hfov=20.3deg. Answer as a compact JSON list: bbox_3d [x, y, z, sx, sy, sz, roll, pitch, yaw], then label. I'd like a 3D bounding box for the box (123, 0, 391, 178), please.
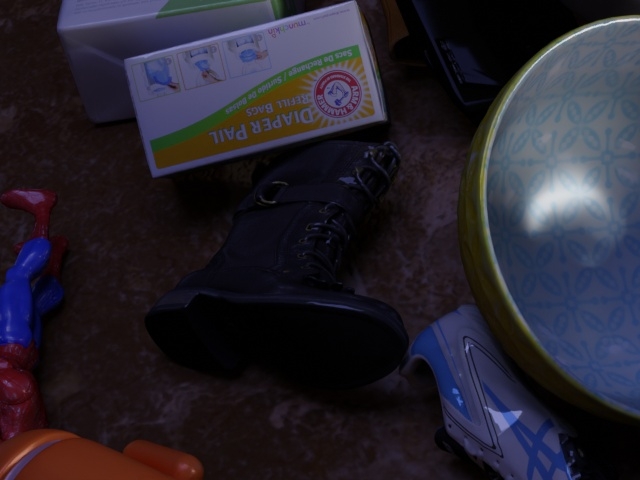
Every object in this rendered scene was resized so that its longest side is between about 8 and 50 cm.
[{"bbox_3d":[-0.050,-0.126,1.516,0.203,0.103,0.114,-14,1,4],"label":"box"}]

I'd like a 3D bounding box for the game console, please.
[{"bbox_3d":[0.243,-0.227,1.537,0.361,0.044,0.213,-19,73,-15],"label":"game console"}]

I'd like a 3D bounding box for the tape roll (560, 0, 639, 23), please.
[{"bbox_3d":[0.283,-0.276,1.501,0.219,0.072,0.219,3,66,-6],"label":"tape roll"}]

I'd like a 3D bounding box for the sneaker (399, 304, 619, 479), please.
[{"bbox_3d":[0.135,0.142,1.230,0.086,0.085,0.237,-45,46,10],"label":"sneaker"}]

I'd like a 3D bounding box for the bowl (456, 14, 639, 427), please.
[{"bbox_3d":[0.208,0.000,1.262,0.289,0.289,0.156,-43,6,-25],"label":"bowl"}]

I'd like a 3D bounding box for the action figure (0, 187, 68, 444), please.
[{"bbox_3d":[-0.275,0.084,1.417,0.139,0.091,0.280,-8,42,1],"label":"action figure"}]

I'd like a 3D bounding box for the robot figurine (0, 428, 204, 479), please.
[{"bbox_3d":[-0.157,0.204,1.222,0.219,0.128,0.158,19,82,33],"label":"robot figurine"}]

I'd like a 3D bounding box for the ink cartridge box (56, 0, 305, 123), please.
[{"bbox_3d":[-0.121,-0.281,1.724,0.207,0.119,0.353,-7,44,10],"label":"ink cartridge box"}]

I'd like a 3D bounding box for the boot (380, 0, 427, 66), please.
[{"bbox_3d":[0.197,-0.248,1.611,0.295,0.104,0.211,-11,51,6],"label":"boot"}]

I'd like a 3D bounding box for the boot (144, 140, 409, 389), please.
[{"bbox_3d":[0.000,0.000,1.392,0.263,0.091,0.229,3,44,40],"label":"boot"}]
